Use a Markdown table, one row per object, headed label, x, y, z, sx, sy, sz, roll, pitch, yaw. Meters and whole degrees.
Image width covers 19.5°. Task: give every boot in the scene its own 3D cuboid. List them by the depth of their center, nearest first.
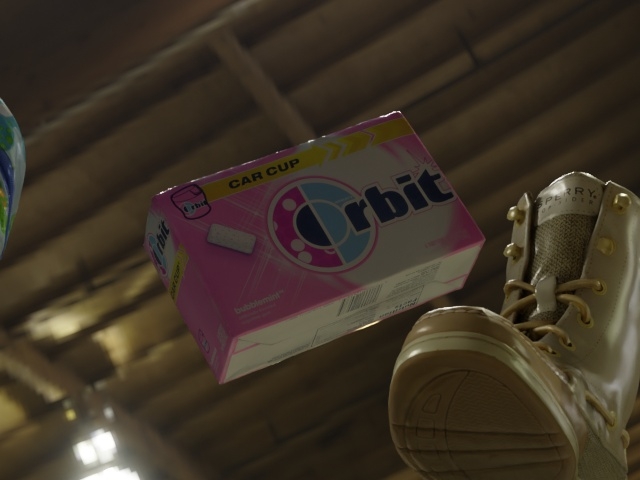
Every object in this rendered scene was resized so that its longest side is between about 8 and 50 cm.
| label | x | y | z | sx | sy | sz | roll | pitch | yaw |
| --- | --- | --- | --- | --- | --- | --- | --- | --- | --- |
| boot | 0.119 | 0.045 | 1.013 | 0.095 | 0.203 | 0.262 | -2 | -29 | 27 |

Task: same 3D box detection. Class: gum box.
| label | x | y | z | sx | sy | sz | roll | pitch | yaw |
| --- | --- | --- | --- | --- | --- | --- | --- | --- | --- |
| gum box | 0.000 | 0.000 | 1.147 | 0.188 | 0.107 | 0.062 | -20 | -25 | -23 |

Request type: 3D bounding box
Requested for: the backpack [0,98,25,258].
| label | x | y | z | sx | sy | sz | roll | pitch | yaw |
| --- | --- | --- | --- | --- | --- | --- | --- | --- | --- |
| backpack | -0.375 | -0.061 | 1.241 | 0.273 | 0.355 | 0.290 | 2 | -63 | -49 |
